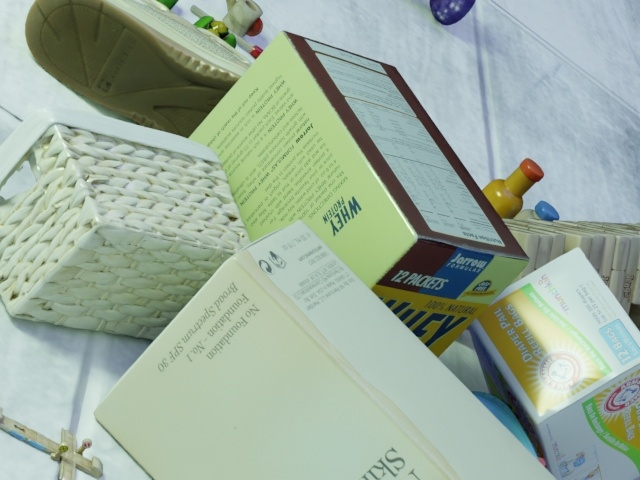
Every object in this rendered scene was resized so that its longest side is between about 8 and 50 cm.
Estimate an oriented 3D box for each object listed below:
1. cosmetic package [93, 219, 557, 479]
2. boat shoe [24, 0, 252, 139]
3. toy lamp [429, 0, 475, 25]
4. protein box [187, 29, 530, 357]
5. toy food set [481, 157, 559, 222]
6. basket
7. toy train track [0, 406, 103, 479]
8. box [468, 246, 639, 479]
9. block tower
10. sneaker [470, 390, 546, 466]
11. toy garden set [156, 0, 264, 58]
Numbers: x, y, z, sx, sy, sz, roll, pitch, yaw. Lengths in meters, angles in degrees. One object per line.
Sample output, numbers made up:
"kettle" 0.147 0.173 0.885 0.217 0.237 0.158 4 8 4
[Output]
"cosmetic package" 0.027 0.155 1.252 0.309 0.160 0.113 45 25 8
"boat shoe" -0.093 -0.115 1.588 0.302 0.109 0.098 34 26 -6
"toy lamp" 0.056 -0.330 2.207 0.274 0.080 0.080 29 27 -31
"protein box" 0.000 0.000 1.414 0.136 0.200 0.201 11 39 -49
"toy food set" 0.143 0.003 1.744 0.111 0.104 0.232 48 24 12
"basket" -0.140 -0.006 1.324 0.167 0.113 0.103 14 41 -48
"toy train track" -0.164 0.119 1.196 0.083 0.014 0.048 31 26 -24
"box" 0.194 0.114 1.532 0.114 0.103 0.203 58 -4 31
"block tower" 0.246 0.032 1.699 0.335 0.097 0.091 3 8 -45
"sneaker" 0.120 0.219 1.393 0.125 0.104 0.262 0 40 -39
"toy garden set" -0.112 -0.217 1.791 0.244 0.049 0.204 41 24 -3
